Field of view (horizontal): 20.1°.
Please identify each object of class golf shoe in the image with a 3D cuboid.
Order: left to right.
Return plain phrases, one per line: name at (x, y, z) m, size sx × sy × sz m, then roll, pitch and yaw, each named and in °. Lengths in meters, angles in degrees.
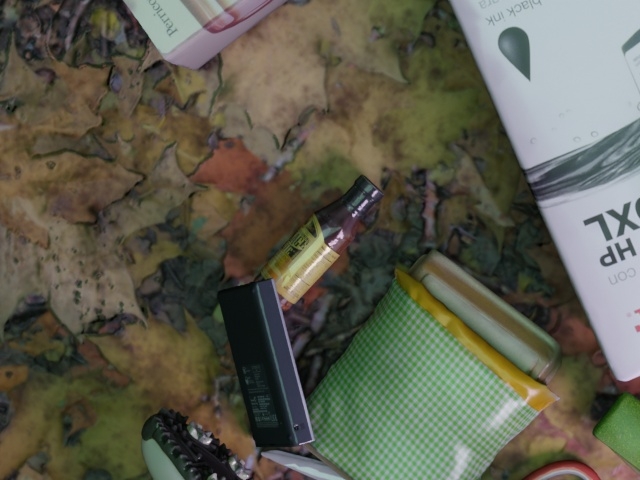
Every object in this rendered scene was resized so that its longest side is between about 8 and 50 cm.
golf shoe at (-0.078, 0.264, 1.430) m, size 0.120 × 0.105 × 0.273 m, roll -34°, pitch 88°, yaw 13°

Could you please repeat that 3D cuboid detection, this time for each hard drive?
hard drive at (-0.046, 0.100, 1.474) m, size 0.022 × 0.094 × 0.135 m, roll -14°, pitch 90°, yaw -22°

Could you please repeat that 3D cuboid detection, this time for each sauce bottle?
sauce bottle at (0.000, 0.000, 1.491) m, size 0.042 × 0.042 × 0.128 m, roll 42°, pitch 94°, yaw 5°

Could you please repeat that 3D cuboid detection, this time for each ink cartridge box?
ink cartridge box at (0.273, -0.133, 1.363) m, size 0.285 × 0.166 × 0.395 m, roll -23°, pitch 96°, yaw 9°

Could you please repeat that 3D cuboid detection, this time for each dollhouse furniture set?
dollhouse furniture set at (0.132, 0.161, 1.406) m, size 0.301 × 0.151 × 0.197 m, roll 37°, pitch 92°, yaw 10°

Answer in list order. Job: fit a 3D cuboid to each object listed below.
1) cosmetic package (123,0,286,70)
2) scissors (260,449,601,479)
cosmetic package at (-0.037, -0.284, 1.444) m, size 0.296 × 0.129 × 0.153 m, roll -38°, pitch 88°, yaw 7°
scissors at (0.095, 0.230, 1.493) m, size 0.297 × 0.021 × 0.109 m, roll 2°, pitch 92°, yaw 7°
